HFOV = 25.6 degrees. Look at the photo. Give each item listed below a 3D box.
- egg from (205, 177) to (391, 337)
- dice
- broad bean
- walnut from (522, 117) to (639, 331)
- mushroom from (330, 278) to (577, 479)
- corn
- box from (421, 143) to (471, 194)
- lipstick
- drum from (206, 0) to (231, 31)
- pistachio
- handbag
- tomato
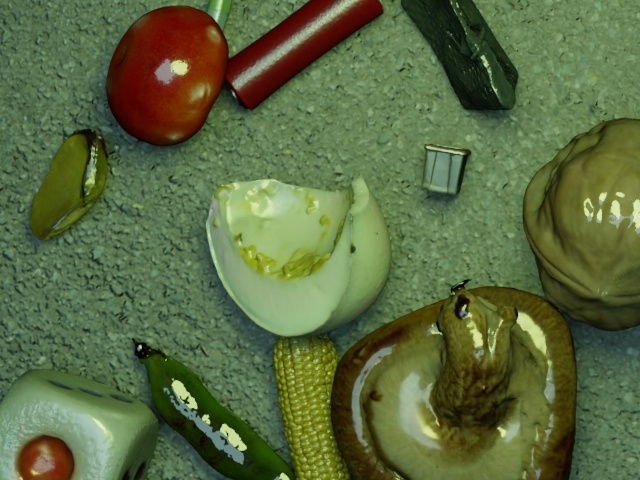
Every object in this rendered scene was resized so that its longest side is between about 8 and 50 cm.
[{"bbox_3d":[-0.003,0.018,1.888,0.271,0.162,0.206,3,99,43],"label":"egg"},{"bbox_3d":[-0.342,0.292,1.916,0.193,0.192,0.194,19,91,10],"label":"dice"},{"bbox_3d":[-0.152,0.259,1.952,0.339,0.061,0.077,44,78,7],"label":"broad bean"},{"bbox_3d":[0.376,-0.023,1.773,0.227,0.273,0.273,38,95,-7],"label":"walnut"},{"bbox_3d":[0.172,0.214,1.805,0.346,0.259,0.345,-1,87,12],"label":"mushroom"},{"bbox_3d":[-0.008,0.244,1.913,0.091,0.091,0.260,-5,83,-28],"label":"corn"},{"bbox_3d":[0.167,-0.096,1.901,0.060,0.085,0.063,12,96,8],"label":"box"},{"bbox_3d":[-0.026,-0.276,1.935,0.241,0.080,0.080,-35,84,6],"label":"lipstick"},{"bbox_3d":[-0.103,-0.404,1.964,0.130,0.049,0.253,-1,91,9],"label":"drum"},{"bbox_3d":[-0.346,-0.074,1.994,0.090,0.049,0.172,31,96,31],"label":"pistachio"},{"bbox_3d":[0.182,-0.279,1.854,0.089,0.175,0.270,-31,85,4],"label":"handbag"},{"bbox_3d":[-0.211,-0.226,1.908,0.136,0.195,0.195,17,92,-26],"label":"tomato"}]
